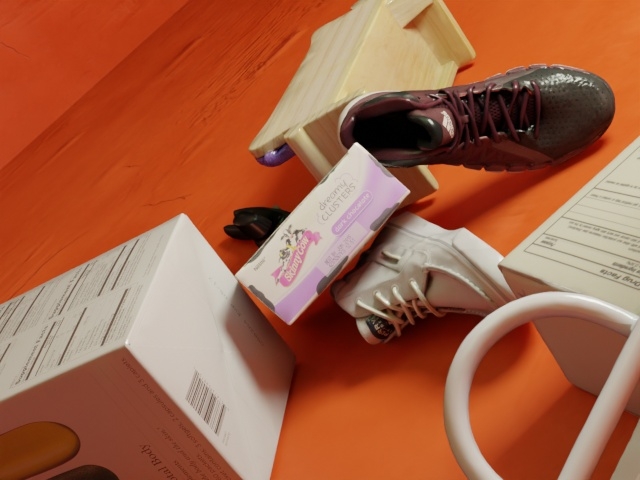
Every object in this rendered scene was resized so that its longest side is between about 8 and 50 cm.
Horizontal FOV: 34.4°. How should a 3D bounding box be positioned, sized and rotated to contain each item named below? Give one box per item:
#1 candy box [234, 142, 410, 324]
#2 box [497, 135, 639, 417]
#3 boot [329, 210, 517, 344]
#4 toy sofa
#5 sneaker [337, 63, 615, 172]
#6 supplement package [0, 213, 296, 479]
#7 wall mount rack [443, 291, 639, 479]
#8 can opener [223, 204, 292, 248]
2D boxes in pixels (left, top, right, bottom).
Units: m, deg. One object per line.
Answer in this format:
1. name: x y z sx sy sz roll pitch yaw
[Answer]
1. candy box: 0.000 0.000 1.006 0.165 0.070 0.196 -47 -2 -3
2. box: 0.270 0.005 0.720 0.232 0.127 0.149 -41 25 -12
3. boot: 0.092 0.053 0.926 0.123 0.095 0.258 -44 17 -6
4. toy sofa: 0.064 -0.174 1.284 0.177 0.150 0.362 -25 25 31
5. sneaker: 0.149 -0.108 0.997 0.281 0.106 0.162 -8 7 9
6. supplement package: -0.195 0.148 0.963 0.263 0.199 0.198 -25 27 23
7. wall mount rack: 0.221 0.074 0.400 0.350 0.130 0.304 26 87 20
8. can opener: -0.079 -0.023 1.305 0.059 0.073 0.186 -48 17 -10
